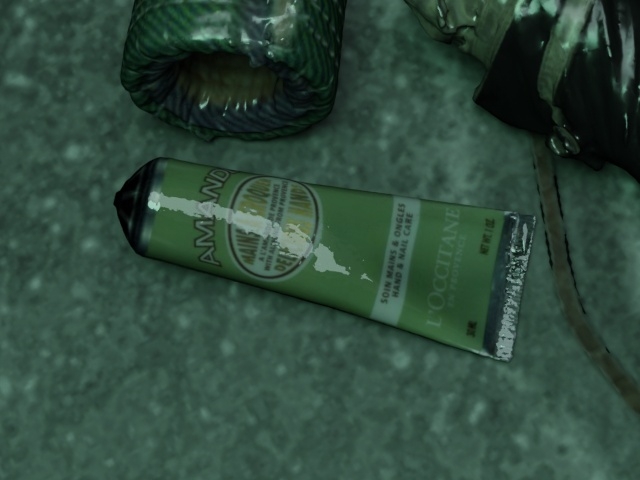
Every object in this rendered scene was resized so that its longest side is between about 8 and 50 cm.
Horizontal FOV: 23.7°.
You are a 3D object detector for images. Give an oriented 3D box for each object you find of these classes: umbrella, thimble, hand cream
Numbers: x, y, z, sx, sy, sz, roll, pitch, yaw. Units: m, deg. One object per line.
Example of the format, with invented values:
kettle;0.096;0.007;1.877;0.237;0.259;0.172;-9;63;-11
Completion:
umbrella;0.191;-0.061;0.841;0.357;0.106;0.113;43;89;5
thimble;-0.046;-0.116;0.832;0.118;0.135;0.090;3;73;4
hand cream;0.000;0.000;0.843;0.235;0.055;0.086;13;77;-2
